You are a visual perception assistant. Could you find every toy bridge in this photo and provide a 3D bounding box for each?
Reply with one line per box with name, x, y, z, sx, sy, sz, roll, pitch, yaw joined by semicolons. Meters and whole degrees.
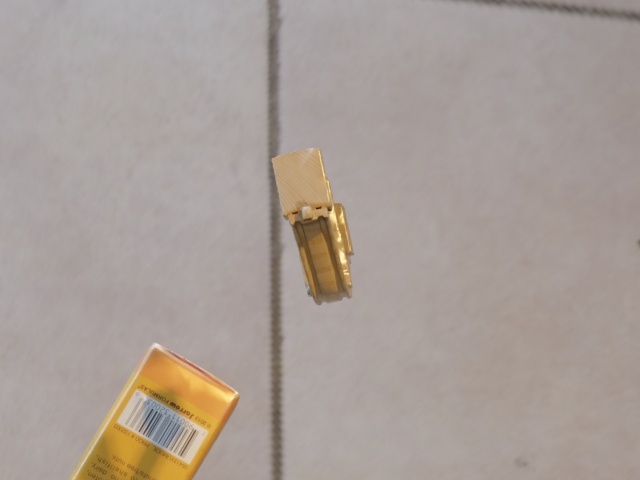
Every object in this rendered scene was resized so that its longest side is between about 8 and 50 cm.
toy bridge;0.000;0.000;0.929;0.026;0.188;0.063;-12;82;3

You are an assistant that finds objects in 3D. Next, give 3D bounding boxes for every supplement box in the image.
supplement box;-0.146;0.191;1.261;0.080;0.078;0.233;32;77;1
